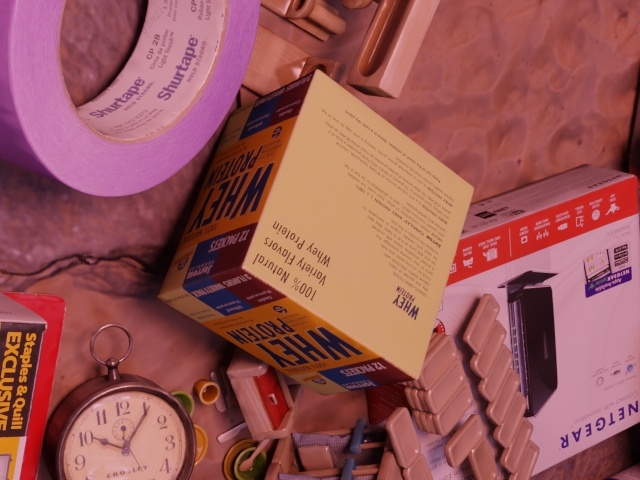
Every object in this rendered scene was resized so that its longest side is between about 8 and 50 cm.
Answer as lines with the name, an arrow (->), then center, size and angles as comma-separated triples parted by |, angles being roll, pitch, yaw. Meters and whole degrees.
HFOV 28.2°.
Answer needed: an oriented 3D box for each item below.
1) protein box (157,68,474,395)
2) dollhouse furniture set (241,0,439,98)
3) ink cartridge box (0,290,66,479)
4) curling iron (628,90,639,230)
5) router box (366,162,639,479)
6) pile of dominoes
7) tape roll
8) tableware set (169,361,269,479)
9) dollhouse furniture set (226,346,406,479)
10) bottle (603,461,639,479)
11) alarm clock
protein box -> 0.000, 0.000, 1.127 | 0.199, 0.136, 0.201 | 34, 59, -27
dollhouse furniture set -> -0.003, -0.195, 1.119 | 0.123, 0.151, 0.144 | 26, 86, -36
ink cartridge box -> -0.327, 0.193, 1.020 | 0.271, 0.130, 0.310 | 5, 99, -36
curling iron -> 0.377, -0.084, 1.476 | 0.068, 0.035, 0.274 | -18, 111, -42
router box -> 0.204, 0.106, 1.381 | 0.335, 0.082, 0.301 | -20, 113, -29
pile of dominoes -> 0.139, 0.199, 1.287 | 0.196, 0.040, 0.251 | -44, 127, -35
tape roll -> -0.164, -0.177, 0.993 | 0.275, 0.090, 0.275 | -36, 136, -43
tableware set -> -0.100, 0.201, 1.238 | 0.104, 0.024, 0.154 | -25, 116, -26
dollhouse furniture set -> 0.001, 0.184, 1.204 | 0.129, 0.129, 0.184 | -69, 145, -57
bottle -> 0.450, 0.309, 1.580 | 0.282, 0.118, 0.092 | -19, 112, -29
alarm clock -> -0.182, 0.166, 1.147 | 0.129, 0.064, 0.192 | -7, 103, -24
